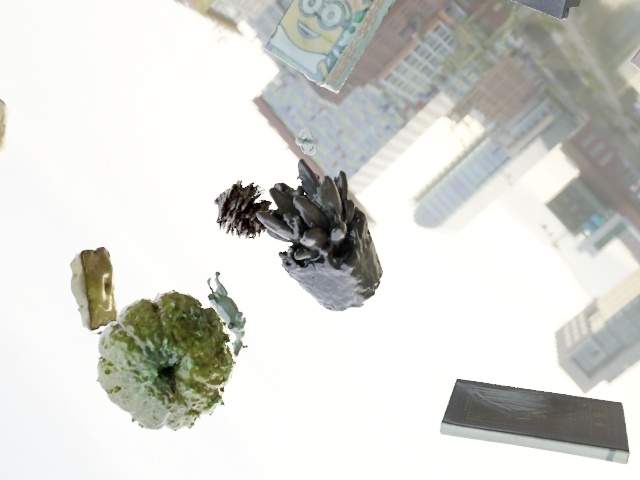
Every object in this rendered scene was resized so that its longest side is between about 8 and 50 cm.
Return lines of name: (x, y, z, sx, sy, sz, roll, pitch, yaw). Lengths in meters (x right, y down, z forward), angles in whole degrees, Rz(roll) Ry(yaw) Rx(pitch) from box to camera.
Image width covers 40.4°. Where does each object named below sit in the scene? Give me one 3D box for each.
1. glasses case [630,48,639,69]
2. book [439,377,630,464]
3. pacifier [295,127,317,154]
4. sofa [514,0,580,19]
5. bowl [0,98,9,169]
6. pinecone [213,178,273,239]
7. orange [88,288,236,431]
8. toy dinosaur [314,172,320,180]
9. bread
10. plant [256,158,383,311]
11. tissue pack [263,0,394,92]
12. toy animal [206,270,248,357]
glasses case: (0.555, -0.230, 1.288, 0.193, 0.102, 0.070, 45, -147, 19)
book: (0.329, 0.272, 1.339, 0.269, 0.025, 0.191, 6, -166, 15)
pacifier: (-0.048, -0.281, 2.488, 0.064, 0.068, 0.083, -5, -123, -45)
sofa: (0.390, -0.450, 1.526, 0.060, 0.085, 0.147, -20, -139, -37)
bowl: (-0.676, -0.108, 1.503, 0.157, 0.337, 0.337, 65, -160, 8)
pinecone: (-0.193, -0.074, 2.251, 0.173, 0.173, 0.173, 41, -162, -16)
orange: (-0.328, 0.265, 1.859, 0.223, 0.300, 0.301, -173, 68, -72)
toy dinosaur: (-0.012, -0.072, 2.044, 0.045, 0.080, 0.197, 31, -137, -48)
bread: (-0.643, 0.135, 2.464, 0.161, 0.088, 0.233, -11, -81, -80)
plant: (0.000, 0.000, 1.729, 0.320, 0.181, 0.194, 57, -145, -37)
tissue pack: (0.024, -0.579, 2.301, 0.228, 0.311, 0.128, 38, -167, 25)
toy animal: (-0.248, 0.199, 2.334, 0.217, 0.073, 0.176, 60, 165, 11)
